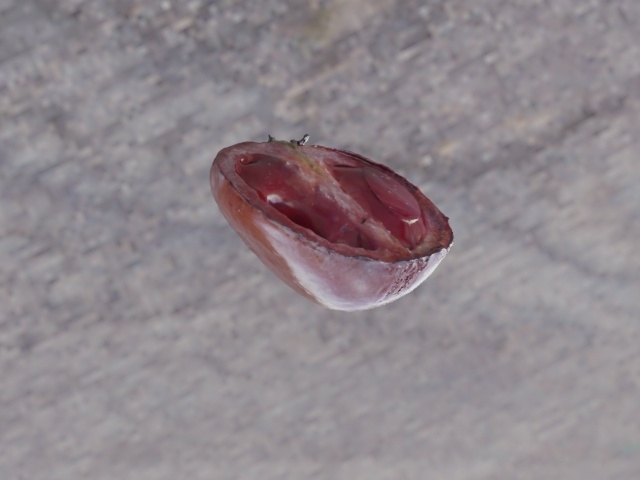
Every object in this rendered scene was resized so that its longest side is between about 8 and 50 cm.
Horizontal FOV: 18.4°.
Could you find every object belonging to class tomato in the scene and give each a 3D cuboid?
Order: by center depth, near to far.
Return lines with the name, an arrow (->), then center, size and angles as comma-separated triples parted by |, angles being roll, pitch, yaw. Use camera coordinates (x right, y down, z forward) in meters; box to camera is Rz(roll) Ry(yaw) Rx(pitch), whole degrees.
tomato -> 0.000, 0.000, 1.530 | 0.189, 0.173, 0.099 | 0, 125, -34
